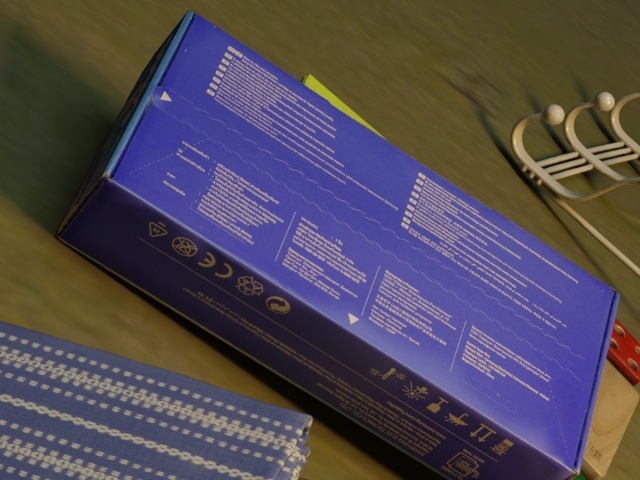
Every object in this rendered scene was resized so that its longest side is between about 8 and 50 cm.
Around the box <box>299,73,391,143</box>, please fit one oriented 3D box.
[{"bbox_3d":[0.036,-0.032,1.409,0.178,0.042,0.109,39,31,-11],"label":"box"}]

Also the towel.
[{"bbox_3d":[-0.155,0.142,0.869,0.243,0.040,0.336,17,29,8],"label":"towel"}]

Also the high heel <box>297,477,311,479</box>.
[{"bbox_3d":[0.091,0.197,1.043,0.261,0.186,0.093,42,58,-11],"label":"high heel"}]

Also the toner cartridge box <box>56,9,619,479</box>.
[{"bbox_3d":[0.021,0.016,1.231,0.348,0.075,0.165,33,45,-12],"label":"toner cartridge box"}]

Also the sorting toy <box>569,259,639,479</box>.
[{"bbox_3d":[0.159,0.102,1.395,0.132,0.046,0.274,45,30,-2],"label":"sorting toy"}]

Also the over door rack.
[{"bbox_3d":[0.334,-0.004,1.692,0.324,0.108,0.239,54,31,13],"label":"over door rack"}]
